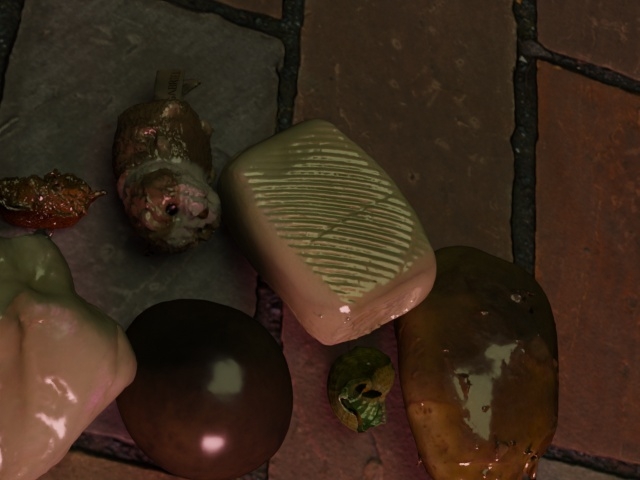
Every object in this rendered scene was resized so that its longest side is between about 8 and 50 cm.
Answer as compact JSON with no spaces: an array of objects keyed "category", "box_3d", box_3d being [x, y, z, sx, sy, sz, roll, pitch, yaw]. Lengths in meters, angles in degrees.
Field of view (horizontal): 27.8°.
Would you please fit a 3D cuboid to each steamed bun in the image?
[{"category":"steamed bun","box_3d":[-0.335,0.103,1.078,0.320,0.275,0.206,11,46,24]},{"category":"steamed bun","box_3d":[0.000,0.000,1.384,0.170,0.152,0.238,-29,67,-26]}]

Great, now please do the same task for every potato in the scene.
[{"category":"potato","box_3d":[0.173,0.145,1.405,0.192,0.141,0.296,13,64,-21]}]

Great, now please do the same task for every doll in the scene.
[{"category":"doll","box_3d":[-0.165,-0.090,1.353,0.105,0.115,0.221,19,55,-48]}]

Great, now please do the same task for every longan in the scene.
[{"category":"longan","box_3d":[-0.114,0.143,1.251,0.187,0.167,0.167,37,53,18]}]

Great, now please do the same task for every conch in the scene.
[{"category":"conch","box_3d":[0.045,0.161,1.370,0.089,0.074,0.121,64,17,-7]}]

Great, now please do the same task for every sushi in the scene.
[{"category":"sushi","box_3d":[-0.276,-0.043,1.308,0.118,0.060,0.061,-16,70,-33]}]
